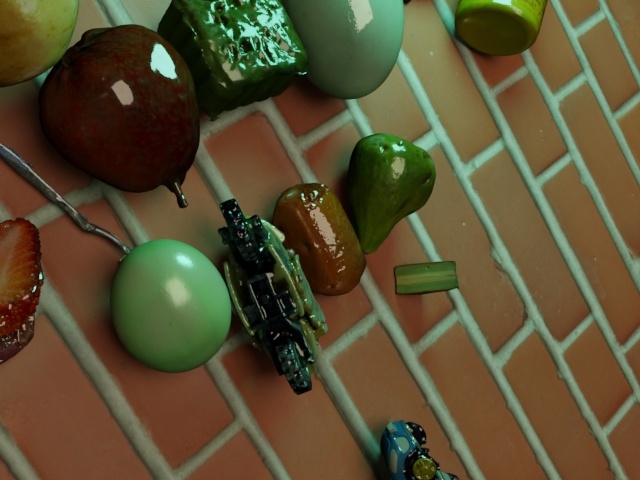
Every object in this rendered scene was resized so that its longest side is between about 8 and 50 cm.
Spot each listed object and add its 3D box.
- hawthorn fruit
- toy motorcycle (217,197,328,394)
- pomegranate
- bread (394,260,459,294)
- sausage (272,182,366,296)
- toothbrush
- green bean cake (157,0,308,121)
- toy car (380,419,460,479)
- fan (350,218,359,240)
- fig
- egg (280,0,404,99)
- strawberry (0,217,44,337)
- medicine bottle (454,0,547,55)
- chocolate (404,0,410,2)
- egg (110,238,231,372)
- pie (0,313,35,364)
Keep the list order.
[{"bbox_3d":[-0.356,-0.242,1.538,0.325,0.308,0.308,22,71,-38],"label":"hawthorn fruit"},{"bbox_3d":[-0.104,0.108,1.681,0.169,0.237,0.410,-21,92,6],"label":"toy motorcycle"},{"bbox_3d":[-0.566,-0.436,1.390,0.410,0.410,0.410,6,79,-32],"label":"pomegranate"},{"bbox_3d":[0.251,0.088,1.957,0.084,0.139,0.074,1,83,-33],"label":"bread"},{"bbox_3d":[-0.001,0.001,1.802,0.141,0.153,0.268,-38,106,-45],"label":"sausage"},{"bbox_3d":[-0.479,-0.061,1.577,0.413,0.035,0.042,45,70,-19],"label":"toothbrush"},{"bbox_3d":[-0.180,-0.409,1.727,0.250,0.156,0.247,-23,84,-37],"label":"green bean cake"},{"bbox_3d":[0.219,0.551,1.851,0.166,0.198,0.314,-35,101,0],"label":"toy car"},{"bbox_3d":[0.133,-0.069,1.979,0.282,0.023,0.057,-44,100,-28],"label":"fan"},{"bbox_3d":[0.140,-0.101,1.895,0.206,0.206,0.275,25,83,-27],"label":"fig"},{"bbox_3d":[0.047,-0.508,1.842,0.276,0.276,0.388,-8,90,-33],"label":"egg"},{"bbox_3d":[-0.549,0.085,1.423,0.175,0.106,0.236,30,49,19],"label":"strawberry"},{"bbox_3d":[0.504,-0.704,2.198,0.224,0.224,0.384,27,68,-26],"label":"medicine bottle"},{"bbox_3d":[0.210,-0.661,2.073,0.343,0.126,0.148,-30,140,-29],"label":"chocolate"},{"bbox_3d":[-0.280,0.123,1.552,0.220,0.220,0.269,-36,137,-31],"label":"egg"},{"bbox_3d":[-0.594,0.134,1.464,0.182,0.050,0.182,10,72,-36],"label":"pie"}]
